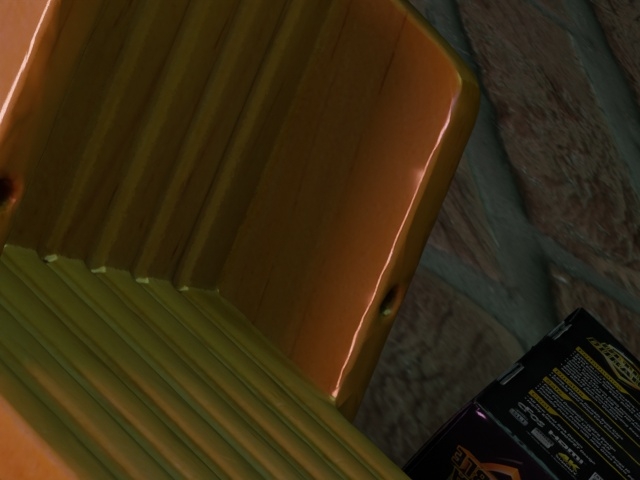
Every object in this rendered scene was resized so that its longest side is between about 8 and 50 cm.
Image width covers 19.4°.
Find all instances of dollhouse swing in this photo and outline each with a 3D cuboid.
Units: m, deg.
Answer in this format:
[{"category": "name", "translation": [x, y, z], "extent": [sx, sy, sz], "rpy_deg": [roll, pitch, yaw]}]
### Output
[{"category": "dollhouse swing", "translation": [0.000, 0.000, 0.757], "extent": [0.305, 0.315, 0.347], "rpy_deg": [24, 3, 29]}]

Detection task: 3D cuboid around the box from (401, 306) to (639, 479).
[{"category": "box", "translation": [0.220, 0.198, 1.136], "extent": [0.322, 0.079, 0.257], "rpy_deg": [44, 21, 8]}]
